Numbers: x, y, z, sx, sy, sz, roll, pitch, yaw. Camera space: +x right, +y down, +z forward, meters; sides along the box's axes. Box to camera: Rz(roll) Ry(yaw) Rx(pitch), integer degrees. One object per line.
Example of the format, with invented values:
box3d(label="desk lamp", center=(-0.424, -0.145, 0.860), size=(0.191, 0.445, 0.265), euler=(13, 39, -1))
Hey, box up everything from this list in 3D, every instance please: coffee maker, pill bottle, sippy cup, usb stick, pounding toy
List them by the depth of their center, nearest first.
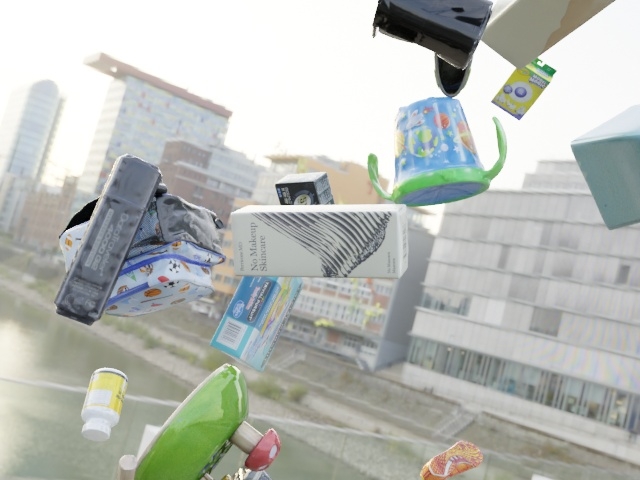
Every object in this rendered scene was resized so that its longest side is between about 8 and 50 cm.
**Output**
box3d(label="pounding toy", center=(-0.128, 0.252, 0.793), size=(0.110, 0.183, 0.237), euler=(36, 33, 9))
box3d(label="usb stick", center=(-0.334, -0.005, 1.148), size=(0.077, 0.278, 0.045), euler=(23, -13, -14))
box3d(label="coffee maker", center=(0.183, -0.368, 1.197), size=(0.178, 0.120, 0.171), euler=(22, 10, 5))
box3d(label="sippy cup", center=(0.272, -0.215, 1.741), size=(0.305, 0.224, 0.240), euler=(-7, -11, -6))
box3d(label="pill bottle", center=(-0.604, 0.457, 2.019), size=(0.103, 0.184, 0.103), euler=(2, -41, 1))

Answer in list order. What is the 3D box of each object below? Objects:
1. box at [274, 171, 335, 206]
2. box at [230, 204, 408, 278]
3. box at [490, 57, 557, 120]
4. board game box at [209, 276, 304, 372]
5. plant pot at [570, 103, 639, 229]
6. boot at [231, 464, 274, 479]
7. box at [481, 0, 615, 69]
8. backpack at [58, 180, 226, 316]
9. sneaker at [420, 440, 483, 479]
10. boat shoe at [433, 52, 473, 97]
box3d(label="box", center=(-0.037, -0.104, 2.161), size=(0.147, 0.180, 0.077), euler=(0, 26, 34))
box3d(label="box", center=(0.000, 0.000, 1.171), size=(0.275, 0.113, 0.094), euler=(-1, 10, 15))
box3d(label="box", center=(0.569, -0.431, 2.029), size=(0.105, 0.043, 0.179), euler=(33, -44, 1))
box3d(label="board game box", center=(-0.136, 0.165, 1.696), size=(0.079, 0.254, 0.336), euler=(23, -12, 10))
box3d(label="plant pot", center=(0.804, -0.192, 1.713), size=(0.247, 0.248, 0.252), euler=(-29, 7, -19))
box3d(label="boot", center=(-0.123, 0.538, 1.419), size=(0.178, 0.085, 0.236), euler=(37, -50, -6))
box3d(label="box", center=(0.442, -0.464, 1.356), size=(0.121, 0.148, 0.311), euler=(35, -19, -9))
box3d(label="backpack", center=(-0.332, 0.030, 1.338), size=(0.263, 0.213, 0.276), euler=(-13, -18, 15))
box3d(label="sneaker", center=(0.284, 0.482, 1.579), size=(0.175, 0.064, 0.067), euler=(-2, -37, -36))
box3d(label="boat shoe", center=(0.313, -0.480, 1.675), size=(0.109, 0.305, 0.091), euler=(2, 35, 6))
